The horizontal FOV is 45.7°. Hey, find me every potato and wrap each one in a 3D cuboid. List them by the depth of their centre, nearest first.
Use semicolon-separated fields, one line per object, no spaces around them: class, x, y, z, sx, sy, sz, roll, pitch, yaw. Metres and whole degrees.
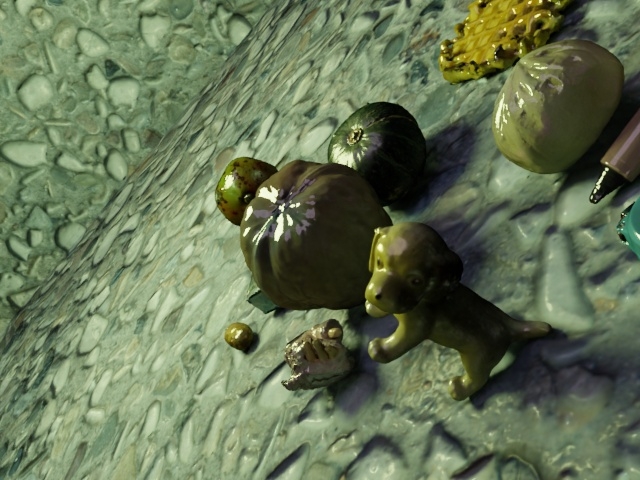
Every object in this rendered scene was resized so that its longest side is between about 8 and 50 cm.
potato;-0.155;0.183;1.454;0.051;0.040;0.083;-46;25;-14

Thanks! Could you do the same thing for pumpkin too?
pumpkin;0.099;-0.147;1.321;0.190;0.146;0.190;-36;31;26

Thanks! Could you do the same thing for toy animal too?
toy animal;0.132;0.083;0.897;0.169;0.233;0.121;-43;21;38

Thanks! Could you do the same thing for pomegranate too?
pomegranate;-0.155;-0.113;1.715;0.159;0.159;0.205;-48;1;11

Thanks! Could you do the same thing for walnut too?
walnut;0.001;-0.002;1.210;0.248;0.248;0.248;-39;29;27

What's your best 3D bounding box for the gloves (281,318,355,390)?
gloves;-0.006;0.177;1.153;0.110;0.094;0.144;-25;7;5

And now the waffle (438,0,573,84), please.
waffle;0.320;-0.382;1.345;0.280;0.060;0.262;-40;28;26

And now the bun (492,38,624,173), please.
bun;0.299;-0.184;1.014;0.178;0.128;0.193;-63;7;6

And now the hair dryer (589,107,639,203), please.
hair dryer;0.422;-0.192;0.909;0.344;0.107;0.189;-54;24;12

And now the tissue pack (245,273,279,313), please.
tissue pack;-0.051;0.011;1.458;0.173;0.073;0.235;-33;31;35

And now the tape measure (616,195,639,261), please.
tape measure;0.375;-0.015;0.764;0.125;0.081;0.146;-36;29;-4
